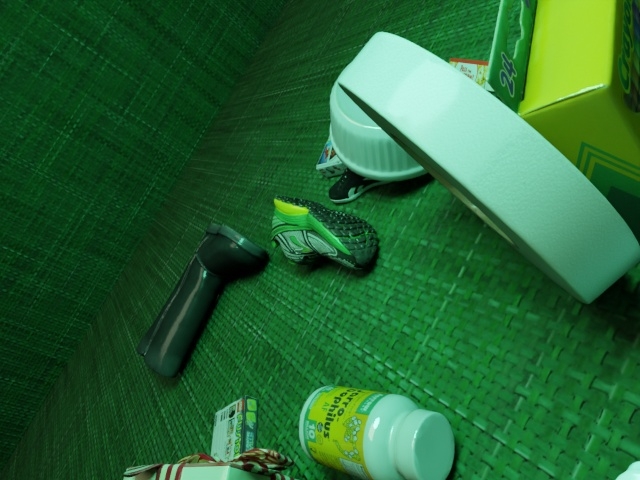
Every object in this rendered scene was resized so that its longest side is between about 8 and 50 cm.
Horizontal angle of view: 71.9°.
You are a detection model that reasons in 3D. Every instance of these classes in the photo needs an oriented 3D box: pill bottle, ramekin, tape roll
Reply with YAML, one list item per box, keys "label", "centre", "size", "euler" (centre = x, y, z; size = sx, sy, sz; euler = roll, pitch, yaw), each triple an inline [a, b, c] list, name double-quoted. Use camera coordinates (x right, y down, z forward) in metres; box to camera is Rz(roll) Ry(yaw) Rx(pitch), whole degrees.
- label: "pill bottle"
  centre: [0.074, 0.273, 0.619]
  size: [0.208, 0.117, 0.117]
  euler: [-13, 52, 49]
- label: "ramekin"
  centre: [0.143, -0.260, 0.870]
  size: [0.273, 0.127, 0.273]
  euler: [-6, 62, 11]
- label: "tape roll"
  centre: [0.183, -0.088, 0.532]
  size: [0.072, 0.392, 0.392]
  euler: [-49, 32, 14]

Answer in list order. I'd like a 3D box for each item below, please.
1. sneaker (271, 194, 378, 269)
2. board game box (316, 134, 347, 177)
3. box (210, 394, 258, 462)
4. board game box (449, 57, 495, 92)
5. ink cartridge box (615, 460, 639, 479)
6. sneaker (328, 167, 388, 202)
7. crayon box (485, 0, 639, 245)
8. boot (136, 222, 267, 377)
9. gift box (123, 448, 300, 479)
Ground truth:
- label: "sneaker"
  centre: [0.000, 0.000, 0.986]
  size: [0.343, 0.134, 0.146]
  euler: [26, 109, 55]
- label: "board game box"
  centre: [0.115, -0.315, 1.145]
  size: [0.193, 0.053, 0.305]
  euler: [-1, 61, 53]
- label: "box"
  centre: [-0.179, 0.437, 0.897]
  size: [0.114, 0.036, 0.207]
  euler: [-37, 37, 29]
- label: "board game box"
  centre: [0.323, -0.258, 0.722]
  size: [0.193, 0.146, 0.045]
  euler: [-132, 47, -57]
- label: "ink cartridge box"
  centre: [0.232, 0.270, 0.255]
  size: [0.198, 0.273, 0.115]
  euler: [-57, 31, 0]
- label: "sneaker"
  centre: [0.070, -0.165, 1.008]
  size: [0.217, 0.121, 0.079]
  euler: [-21, 45, 44]
- label: "crayon box"
  centre: [0.310, -0.156, 0.478]
  size: [0.083, 0.323, 0.203]
  euler: [-11, 54, 50]
- label: "boot"
  centre: [-0.348, 0.176, 1.251]
  size: [0.445, 0.146, 0.367]
  euler: [-59, 22, -10]
- label: "gift box"
  centre: [-0.153, 0.434, 0.622]
  size: [0.255, 0.276, 0.258]
  euler: [-16, 49, 26]
